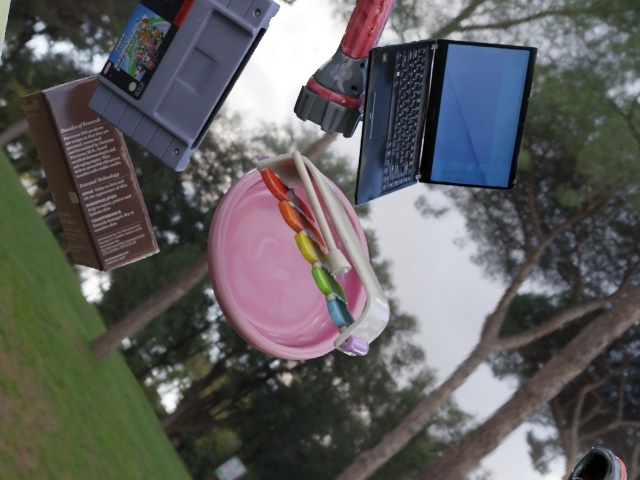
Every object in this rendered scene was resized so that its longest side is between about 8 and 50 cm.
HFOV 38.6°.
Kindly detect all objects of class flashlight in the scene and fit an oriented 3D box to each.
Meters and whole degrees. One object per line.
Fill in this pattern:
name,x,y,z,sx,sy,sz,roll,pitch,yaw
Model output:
flashlight,0.059,-0.305,1.327,0.103,0.103,0.304,41,-67,46

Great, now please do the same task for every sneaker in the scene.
sneaker,0.251,0.272,0.906,0.061,0.158,0.065,13,-26,35

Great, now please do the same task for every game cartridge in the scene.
game cartridge,-0.256,-0.333,1.652,0.230,0.355,0.068,35,14,8

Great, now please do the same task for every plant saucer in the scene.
plant saucer,-0.061,0.036,1.544,0.084,0.332,0.332,-12,-68,49

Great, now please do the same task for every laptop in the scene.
laptop,0.187,-0.173,1.364,0.137,0.264,0.234,20,-64,34

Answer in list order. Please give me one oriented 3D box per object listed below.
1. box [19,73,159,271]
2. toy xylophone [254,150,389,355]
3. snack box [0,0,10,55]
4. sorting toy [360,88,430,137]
box,-0.478,-0.137,1.888,0.191,0.143,0.381,6,-67,59
toy xylophone,0.000,0.000,1.296,0.322,0.081,0.236,67,9,28
snack box,-0.412,-0.284,0.992,0.187,0.060,0.322,72,7,-50
sorting toy,0.212,-0.286,1.961,0.132,0.275,0.046,49,-37,28
